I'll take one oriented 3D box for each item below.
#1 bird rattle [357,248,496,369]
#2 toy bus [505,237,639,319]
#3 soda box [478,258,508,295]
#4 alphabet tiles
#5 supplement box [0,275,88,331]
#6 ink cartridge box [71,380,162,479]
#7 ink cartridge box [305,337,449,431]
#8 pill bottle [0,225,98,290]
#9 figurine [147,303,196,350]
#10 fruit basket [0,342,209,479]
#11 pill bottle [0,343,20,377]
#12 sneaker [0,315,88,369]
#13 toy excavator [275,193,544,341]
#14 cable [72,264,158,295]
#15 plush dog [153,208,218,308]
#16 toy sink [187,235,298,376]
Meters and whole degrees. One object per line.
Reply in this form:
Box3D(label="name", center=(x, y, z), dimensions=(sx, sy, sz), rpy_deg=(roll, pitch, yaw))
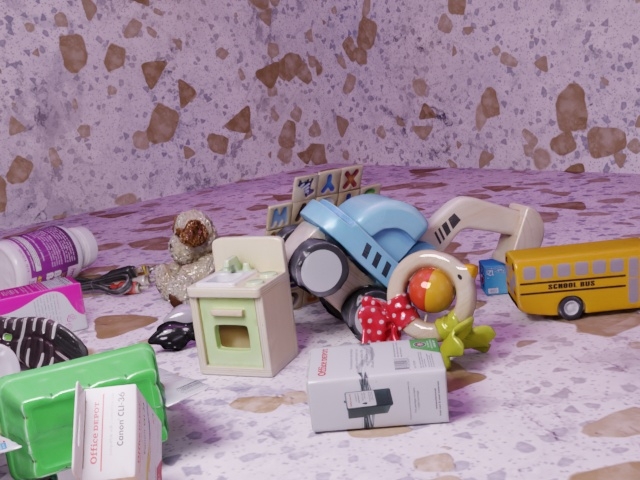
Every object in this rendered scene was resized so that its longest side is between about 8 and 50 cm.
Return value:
Box3D(label="bird rattle", center=(0.189, 0.118, 1.495), dimensions=(0.253, 0.207, 0.143), rpy_deg=(14, 4, 37))
Box3D(label="toy bus", center=(0.539, 0.073, 1.643), dimensions=(0.332, 0.130, 0.108), rpy_deg=(-6, 12, 2))
Box3D(label="soda box", center=(0.461, 0.070, 1.851), dimensions=(0.210, 0.067, 0.071), rpy_deg=(-6, 11, 1))
Box3D(label="alphabet tiles", center=(0.000, 0.000, 1.826), dimensions=(0.285, 0.343, 0.011), rpy_deg=(-14, 38, -31))
Box3D(label="supplement box", center=(-0.656, 0.163, 1.905), dimensions=(0.220, 0.111, 0.114), rpy_deg=(-12, 12, -26))
Box3D(label="ink cartridge box", center=(-0.244, 0.251, 1.025), dimensions=(0.067, 0.115, 0.198), rpy_deg=(-7, -28, -1))
Box3D(label="ink cartridge box", center=(0.086, 0.220, 1.296), dimensions=(0.208, 0.087, 0.153), rpy_deg=(-5, 12, 4))
Box3D(label="pill bottle", center=(-0.779, 0.052, 2.356), dimensions=(0.169, 0.169, 0.301), rpy_deg=(1, 15, 33))
Box3D(label="figurine", center=(-0.238, 0.165, 1.755), dimensions=(0.209, 0.092, 0.215), rpy_deg=(-10, 11, 4))
Box3D(label="fruit basket", center=(-0.369, 0.262, 1.291), dimensions=(0.327, 0.165, 0.353), rpy_deg=(-12, -3, -26))
Box3D(label="pill bottle", center=(-0.662, 0.242, 1.502), dimensions=(0.221, 0.124, 0.124), rpy_deg=(-1, 13, 23))
Box3D(label="sneaker", center=(-0.568, 0.201, 1.708), dimensions=(0.281, 0.106, 0.162), rpy_deg=(14, -3, 16))
Box3D(label="toy excavator", center=(0.189, 0.004, 1.701), dimensions=(0.445, 0.433, 0.222), rpy_deg=(-49, 18, -2))
Box3D(label="cable", center=(-0.573, 0.128, 2.235), dimensions=(0.287, 0.072, 0.139), rpy_deg=(-16, 26, 17))
Box3D(label="plush dog", center=(-0.295, 0.036, 2.031), dimensions=(0.210, 0.225, 0.262), rpy_deg=(-11, 12, -19))
Box3D(label="toy sink", center=(-0.146, 0.120, 1.540), dimensions=(0.152, 0.234, 0.131), rpy_deg=(0, 13, 23))
